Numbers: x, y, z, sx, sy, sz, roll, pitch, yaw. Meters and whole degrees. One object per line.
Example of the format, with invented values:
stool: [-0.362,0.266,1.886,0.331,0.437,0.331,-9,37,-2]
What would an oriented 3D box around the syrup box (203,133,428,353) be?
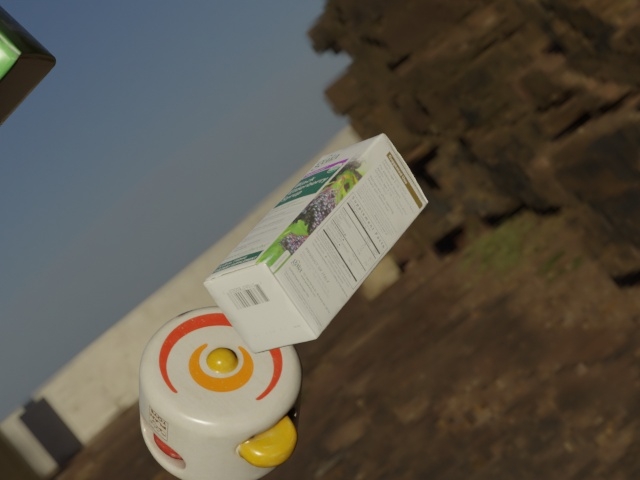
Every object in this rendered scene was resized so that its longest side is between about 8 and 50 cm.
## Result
syrup box: [0.000,0.000,1.507,0.093,0.096,0.237,-17,24,44]

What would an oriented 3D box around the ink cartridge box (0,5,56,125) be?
ink cartridge box: [-0.382,-0.162,1.158,0.211,0.289,0.121,-46,0,8]

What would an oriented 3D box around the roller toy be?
roller toy: [-0.118,0.181,1.797,0.146,0.191,0.209,96,178,-47]
